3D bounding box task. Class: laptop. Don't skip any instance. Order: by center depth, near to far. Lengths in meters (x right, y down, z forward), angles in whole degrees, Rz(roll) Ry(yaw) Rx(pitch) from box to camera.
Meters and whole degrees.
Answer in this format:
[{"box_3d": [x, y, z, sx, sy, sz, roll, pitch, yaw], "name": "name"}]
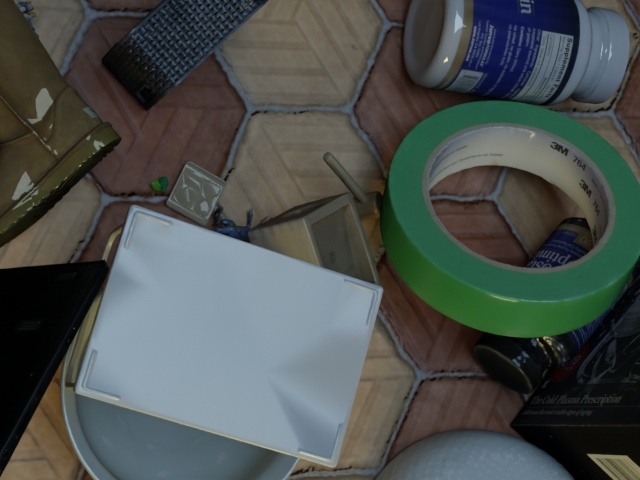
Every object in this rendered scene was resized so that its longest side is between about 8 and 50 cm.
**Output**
[{"box_3d": [-0.347, 0.258, 1.450, 0.236, 0.382, 0.408, 45, 57, -34], "name": "laptop"}]

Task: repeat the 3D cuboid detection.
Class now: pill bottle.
[{"box_3d": [0.297, 0.085, 1.827, 0.123, 0.123, 0.219, 45, 71, -10], "name": "pill bottle"}, {"box_3d": [0.252, -0.254, 1.835, 0.264, 0.153, 0.153, 7, 81, -20], "name": "pill bottle"}]

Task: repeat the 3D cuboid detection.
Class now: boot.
[{"box_3d": [-0.389, -0.147, 1.623, 0.236, 0.089, 0.269, -41, 87, 0], "name": "boot"}]

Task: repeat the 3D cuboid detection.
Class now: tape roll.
[{"box_3d": [0.235, -0.033, 1.753, 0.321, 0.077, 0.321, 4, 52, -6], "name": "tape roll"}]

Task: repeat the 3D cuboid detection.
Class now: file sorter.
[{"box_3d": [-0.112, 0.106, 1.504, 0.277, 0.173, 0.193, 19, 78, -16], "name": "file sorter"}]

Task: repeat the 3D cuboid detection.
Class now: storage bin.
[{"box_3d": [-0.162, -0.250, 1.697, 0.180, 0.122, 0.084, -45, 100, -19], "name": "storage bin"}]

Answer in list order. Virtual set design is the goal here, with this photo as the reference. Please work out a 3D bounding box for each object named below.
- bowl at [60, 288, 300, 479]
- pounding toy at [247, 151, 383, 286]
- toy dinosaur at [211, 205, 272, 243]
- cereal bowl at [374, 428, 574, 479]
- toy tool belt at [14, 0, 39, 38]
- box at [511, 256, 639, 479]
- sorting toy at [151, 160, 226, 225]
[{"box_3d": [-0.161, 0.171, 1.642, 0.297, 0.134, 0.298, 2, 83, -19], "name": "bowl"}, {"box_3d": [0.000, -0.010, 1.739, 0.206, 0.094, 0.181, -31, 104, -59], "name": "pounding toy"}, {"box_3d": [-0.095, -0.009, 1.750, 0.082, 0.047, 0.090, 38, 106, -21], "name": "toy dinosaur"}, {"box_3d": [0.208, 0.401, 1.749, 0.338, 0.141, 0.339, 3, 82, -19], "name": "cereal bowl"}, {"box_3d": [-0.359, -0.266, 1.672, 0.051, 0.052, 0.083, -31, 100, -59], "name": "toy tool belt"}, {"box_3d": [0.453, 0.163, 1.759, 0.179, 0.343, 0.312, 43, 71, -10], "name": "box"}, {"box_3d": [-0.163, -0.063, 1.734, 0.083, 0.012, 0.062, 30, 79, -18], "name": "sorting toy"}]
